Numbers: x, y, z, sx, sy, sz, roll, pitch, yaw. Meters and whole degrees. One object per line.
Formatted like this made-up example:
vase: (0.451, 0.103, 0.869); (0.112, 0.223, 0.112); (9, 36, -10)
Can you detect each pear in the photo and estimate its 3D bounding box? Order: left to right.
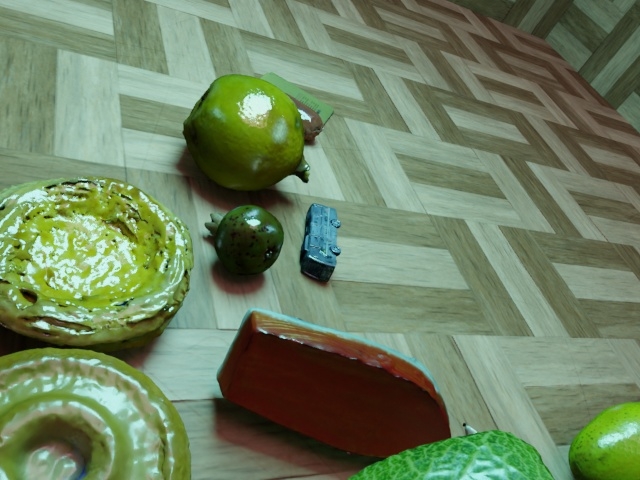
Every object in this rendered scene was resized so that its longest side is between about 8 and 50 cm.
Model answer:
pear: (0.488, 0.348, 0.879); (0.220, 0.187, 0.187); (-6, 50, -21)

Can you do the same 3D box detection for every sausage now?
sausage: (-0.059, -0.276, 1.270); (0.141, 0.076, 0.076); (29, 38, -2)

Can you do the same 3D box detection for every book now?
book: (-0.071, -0.333, 1.372); (0.192, 0.013, 0.168); (31, 38, -2)

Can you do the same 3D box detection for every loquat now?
loquat: (-0.117, -0.183, 1.032); (0.246, 0.213, 0.213); (32, 36, -18)

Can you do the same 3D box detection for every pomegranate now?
pomegranate: (-0.126, -0.008, 0.904); (0.142, 0.114, 0.115); (27, 30, 35)

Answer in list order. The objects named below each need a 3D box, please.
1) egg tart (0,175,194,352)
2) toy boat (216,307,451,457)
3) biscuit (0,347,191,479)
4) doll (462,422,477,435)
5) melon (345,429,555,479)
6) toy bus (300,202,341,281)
egg tart: (-0.307, 0.029, 0.740); (0.291, 0.107, 0.290); (18, 45, -18)
toy boat: (0.034, 0.193, 0.771); (0.332, 0.145, 0.133); (24, 10, -11)
biscuit: (-0.256, 0.208, 0.582); (0.274, 0.091, 0.213); (25, 40, -5)
doll: (0.200, 0.340, 0.736); (0.107, 0.110, 0.181); (5, 26, 32)
melon: (0.118, 0.376, 0.486); (0.332, 0.225, 0.343); (-21, 22, -5)
toy bus: (0.000, 0.000, 1.026); (0.065, 0.047, 0.165); (17, 38, -11)
